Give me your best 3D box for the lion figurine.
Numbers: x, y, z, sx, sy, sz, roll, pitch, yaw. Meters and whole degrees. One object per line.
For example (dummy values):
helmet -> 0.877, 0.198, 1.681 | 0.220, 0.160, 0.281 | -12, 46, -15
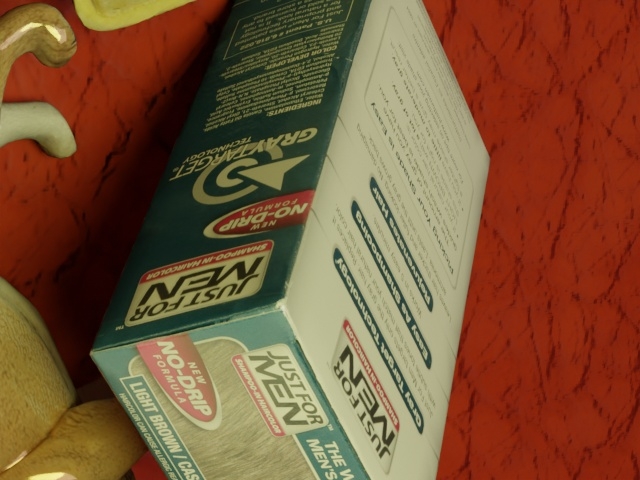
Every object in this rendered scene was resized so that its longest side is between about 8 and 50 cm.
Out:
lion figurine -> -0.184, 0.063, 0.950 | 0.240, 0.142, 0.392 | -35, 108, -21

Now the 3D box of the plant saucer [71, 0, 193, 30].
plant saucer -> -0.050, -0.320, 0.987 | 0.332, 0.081, 0.333 | -26, 117, -33

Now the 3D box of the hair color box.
hair color box -> 0.000, 0.000, 0.974 | 0.347, 0.105, 0.174 | -75, 144, -52
